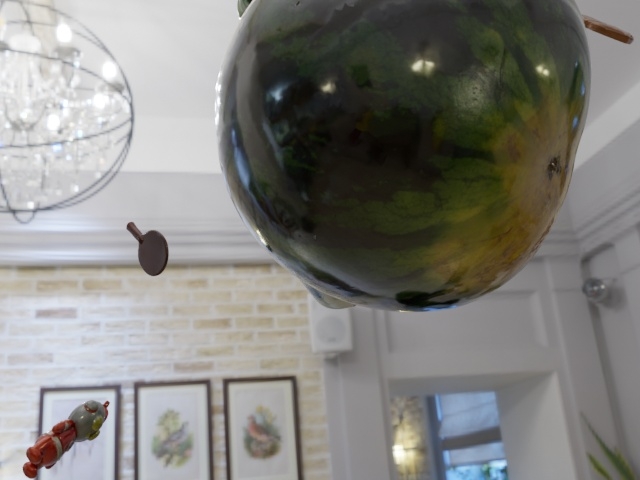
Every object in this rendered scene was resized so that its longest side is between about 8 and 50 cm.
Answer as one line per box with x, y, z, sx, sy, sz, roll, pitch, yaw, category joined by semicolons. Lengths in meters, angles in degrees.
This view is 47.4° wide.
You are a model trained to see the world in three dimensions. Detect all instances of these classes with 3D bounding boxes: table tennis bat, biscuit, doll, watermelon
-0.377;0.011;1.582;0.019;0.154;0.098;1;-55;-51;table tennis bat
0.494;-0.373;1.280;0.102;0.130;0.019;11;-64;-21;biscuit
-0.551;0.426;1.614;0.245;0.076;0.142;-33;-26;-55;doll
0.053;-0.079;0.501;0.268;0.269;0.269;-5;-20;-2;watermelon

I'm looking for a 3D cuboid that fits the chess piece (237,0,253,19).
-0.093;-0.403;1.512;0.175;0.176;0.298;-2;-25;-11;chess piece

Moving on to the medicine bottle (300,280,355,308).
0.000;0.000;1.520;0.170;0.170;0.293;-14;-46;22;medicine bottle
